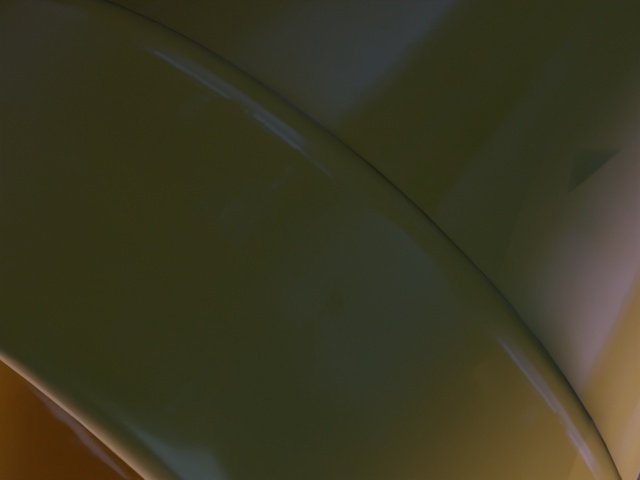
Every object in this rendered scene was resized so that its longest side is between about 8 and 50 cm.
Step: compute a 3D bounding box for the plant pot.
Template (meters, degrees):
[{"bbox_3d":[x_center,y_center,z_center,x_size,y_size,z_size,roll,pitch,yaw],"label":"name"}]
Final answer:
[{"bbox_3d":[0.000,0.000,0.468,0.254,0.254,0.239,49,64,-17],"label":"plant pot"}]
